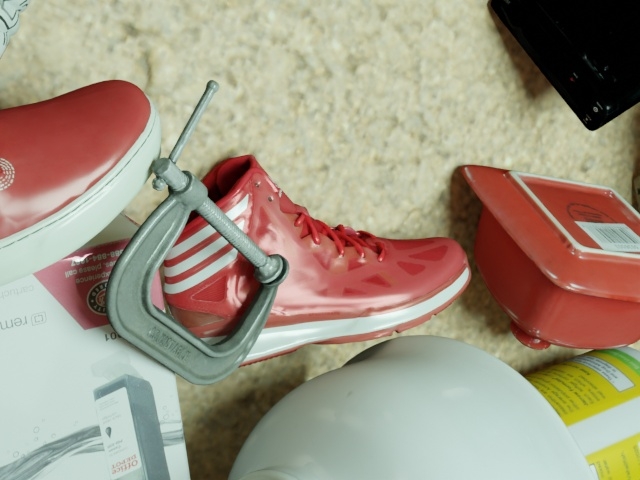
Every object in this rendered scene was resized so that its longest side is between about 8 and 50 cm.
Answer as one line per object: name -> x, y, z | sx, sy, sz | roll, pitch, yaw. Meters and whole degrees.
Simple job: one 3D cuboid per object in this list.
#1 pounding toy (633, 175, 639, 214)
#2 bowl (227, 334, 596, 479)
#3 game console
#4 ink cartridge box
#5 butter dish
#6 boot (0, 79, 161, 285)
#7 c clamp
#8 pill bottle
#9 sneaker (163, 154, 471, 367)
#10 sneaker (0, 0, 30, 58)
pounding toy -> 0.336, -0.046, 0.845 | 0.141, 0.130, 0.100 | -9, 85, -13
bowl -> 0.019, 0.205, 0.630 | 0.134, 0.297, 0.298 | 5, 99, -39
game console -> 0.304, -0.096, 0.761 | 0.213, 0.044, 0.361 | -32, 79, -17
ink cartridge box -> -0.170, 0.106, 0.640 | 0.158, 0.092, 0.218 | -13, 109, -24
butter dish -> 0.179, 0.029, 0.787 | 0.160, 0.160, 0.118 | 7, 121, -28
boot -> -0.198, -0.059, 0.500 | 0.244, 0.088, 0.176 | -31, 131, -22
c clamp -> -0.061, 0.011, 0.611 | 0.137, 0.022, 0.161 | -56, 144, -17
pill bottle -> 0.149, 0.177, 0.791 | 0.245, 0.136, 0.137 | -17, 108, -23
sneaker -> 0.000, 0.000, 0.707 | 0.221, 0.087, 0.128 | -16, 109, -24
sneaker -> -0.279, -0.155, 0.529 | 0.270, 0.090, 0.145 | 35, 84, -32
